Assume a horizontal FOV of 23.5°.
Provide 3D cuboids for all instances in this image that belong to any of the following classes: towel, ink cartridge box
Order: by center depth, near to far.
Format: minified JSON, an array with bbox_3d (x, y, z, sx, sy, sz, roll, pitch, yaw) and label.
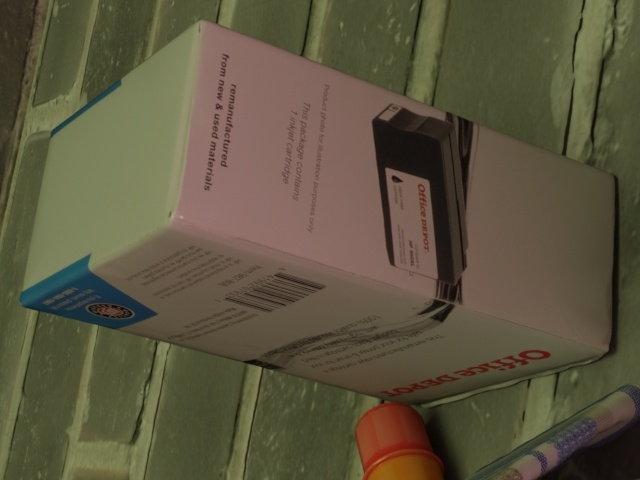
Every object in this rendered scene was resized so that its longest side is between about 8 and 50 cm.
[{"bbox_3d":[0.104,0.200,1.124,0.209,0.285,0.034,-41,78,43],"label":"towel"},{"bbox_3d":[0.000,0.000,1.245,0.285,0.395,0.166,-23,55,54],"label":"ink cartridge box"}]

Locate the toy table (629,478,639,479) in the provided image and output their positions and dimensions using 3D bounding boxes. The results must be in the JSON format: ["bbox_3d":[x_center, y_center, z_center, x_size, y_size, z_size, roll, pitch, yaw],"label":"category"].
[{"bbox_3d":[0.152,0.301,1.022,0.161,0.252,0.274,-20,33,41],"label":"toy table"}]

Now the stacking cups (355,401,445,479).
[{"bbox_3d":[0.095,0.272,1.280,0.096,0.096,0.316,-55,29,32],"label":"stacking cups"}]
